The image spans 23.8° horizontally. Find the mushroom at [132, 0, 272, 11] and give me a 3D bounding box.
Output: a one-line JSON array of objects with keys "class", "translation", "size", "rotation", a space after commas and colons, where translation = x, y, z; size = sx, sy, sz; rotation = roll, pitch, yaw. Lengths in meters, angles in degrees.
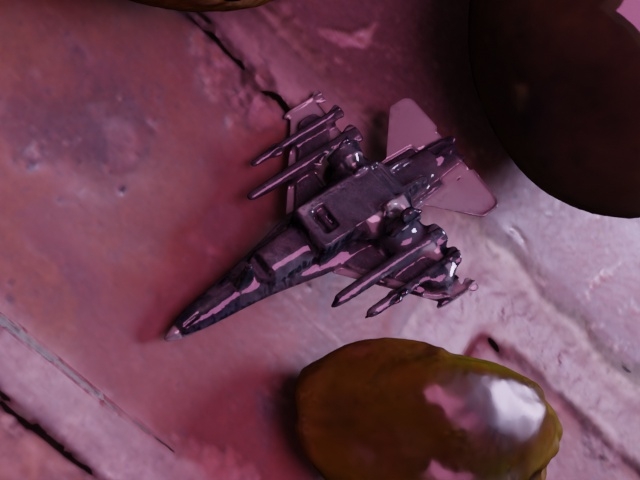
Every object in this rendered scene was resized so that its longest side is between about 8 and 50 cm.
[{"class": "mushroom", "translation": [-0.059, -0.242, 0.796], "size": [0.267, 0.254, 0.267], "rotation": [-36, 135, -46]}]

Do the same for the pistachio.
[{"class": "pistachio", "translation": [0.071, 0.123, 0.909], "size": [0.189, 0.100, 0.110], "rotation": [22, 69, -31]}]

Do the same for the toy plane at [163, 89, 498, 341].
[{"class": "toy plane", "translation": [0.009, -0.010, 0.897], "size": [0.234, 0.082, 0.160], "rotation": [-30, 74, -33]}]

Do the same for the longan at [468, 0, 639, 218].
[{"class": "longan", "translation": [0.186, -0.123, 0.965], "size": [0.212, 0.198, 0.198], "rotation": [49, 62, -13]}]
